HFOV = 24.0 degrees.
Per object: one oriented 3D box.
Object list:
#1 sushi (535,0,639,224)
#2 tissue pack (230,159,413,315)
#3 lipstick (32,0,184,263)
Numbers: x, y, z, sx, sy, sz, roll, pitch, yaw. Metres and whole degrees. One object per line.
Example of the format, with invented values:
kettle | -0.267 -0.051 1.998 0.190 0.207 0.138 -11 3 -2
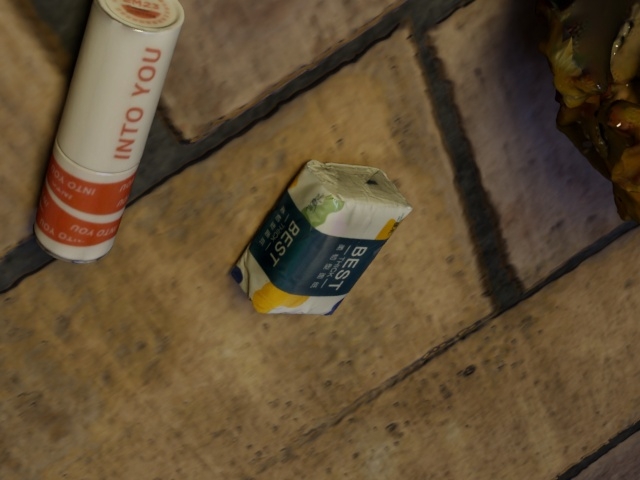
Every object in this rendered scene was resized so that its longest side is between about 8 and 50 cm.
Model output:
sushi | 0.217 -0.082 0.752 0.204 0.200 0.213 -28 142 1
tissue pack | 0.000 0.000 0.795 0.062 0.042 0.083 6 129 -44
lipstick | -0.093 -0.049 0.648 0.038 0.038 0.131 -11 140 -34
